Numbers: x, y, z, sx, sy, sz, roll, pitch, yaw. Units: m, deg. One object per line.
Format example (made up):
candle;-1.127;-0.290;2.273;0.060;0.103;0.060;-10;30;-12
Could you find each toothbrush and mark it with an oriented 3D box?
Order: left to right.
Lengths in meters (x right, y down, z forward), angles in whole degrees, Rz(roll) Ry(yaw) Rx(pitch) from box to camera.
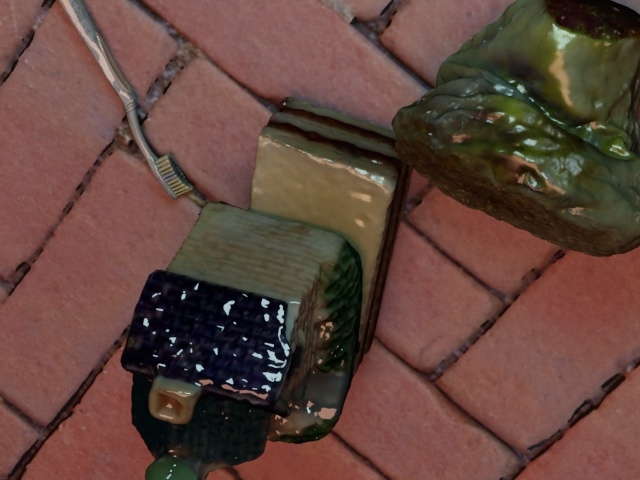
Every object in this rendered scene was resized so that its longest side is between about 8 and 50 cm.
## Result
toothbrush;-0.265;-0.214;1.992;0.037;0.028;0.375;-22;108;22

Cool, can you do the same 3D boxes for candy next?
candy;0.000;0.000;1.951;0.179;0.135;0.320;17;123;10

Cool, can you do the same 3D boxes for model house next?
model house;-0.111;0.157;1.840;0.243;0.284;0.298;17;123;14

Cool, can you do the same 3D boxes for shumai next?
shumai;0.260;-0.148;1.776;0.309;0.304;0.263;28;88;-5
